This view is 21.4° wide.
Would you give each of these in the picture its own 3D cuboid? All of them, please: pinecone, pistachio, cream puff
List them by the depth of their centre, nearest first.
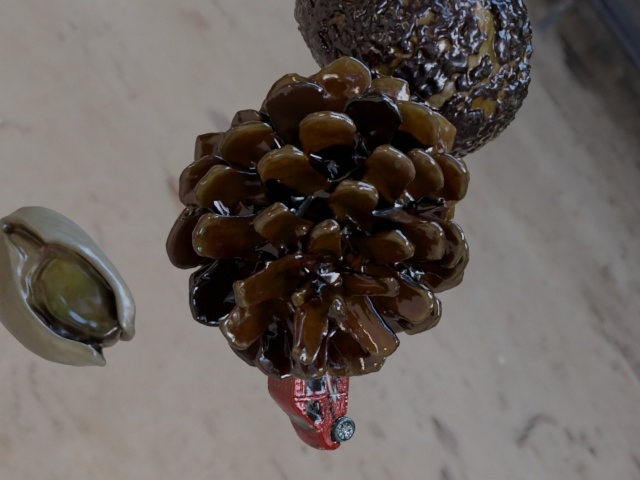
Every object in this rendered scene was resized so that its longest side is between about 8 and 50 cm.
[{"bbox_3d":[-0.003,-0.007,1.327,0.264,0.264,0.264,47,19,-22],"label":"pinecone"},{"bbox_3d":[0.093,-0.189,1.520,0.239,0.165,0.239,38,25,-21],"label":"cream puff"},{"bbox_3d":[-0.295,0.054,1.884,0.238,0.138,0.153,40,-10,41],"label":"pistachio"}]

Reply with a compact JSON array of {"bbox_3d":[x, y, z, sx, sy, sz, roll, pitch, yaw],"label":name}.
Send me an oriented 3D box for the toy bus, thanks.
[{"bbox_3d":[-0.012,0.159,2.029,0.089,0.195,0.081,-6,16,-34],"label":"toy bus"}]
